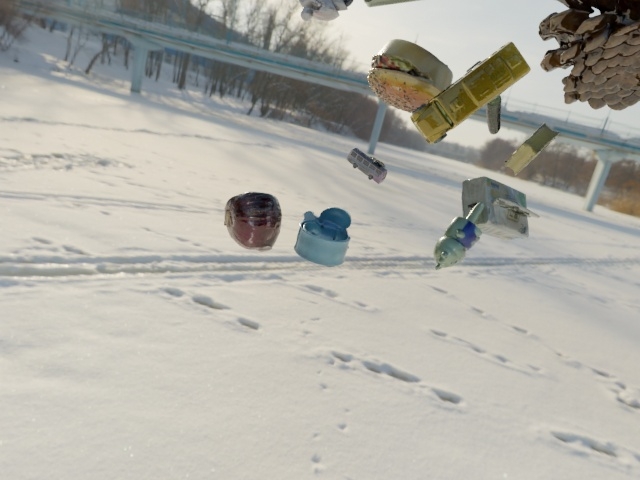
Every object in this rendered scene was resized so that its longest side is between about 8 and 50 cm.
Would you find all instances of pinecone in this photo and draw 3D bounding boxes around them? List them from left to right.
[{"bbox_3d":[0.616,-0.471,0.945,0.384,0.384,0.384,14,13,-3],"label":"pinecone"}]

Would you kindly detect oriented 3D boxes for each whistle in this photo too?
[{"bbox_3d":[0.400,-0.009,1.379,0.092,0.244,0.110,35,-15,22],"label":"whistle"}]

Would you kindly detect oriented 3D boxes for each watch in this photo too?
[{"bbox_3d":[0.000,0.000,1.550,0.211,0.211,0.193,17,21,12],"label":"watch"}]

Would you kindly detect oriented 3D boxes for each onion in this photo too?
[{"bbox_3d":[-0.247,-0.069,1.843,0.216,0.206,0.207,-1,-13,-25],"label":"onion"}]

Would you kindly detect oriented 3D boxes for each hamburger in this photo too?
[{"bbox_3d":[0.293,-0.533,1.616,0.300,0.176,0.300,27,4,-2],"label":"hamburger"}]

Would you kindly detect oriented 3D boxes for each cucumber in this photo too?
[{"bbox_3d":[0.640,-0.457,1.784,0.052,0.058,0.215,-13,-28,13],"label":"cucumber"}]

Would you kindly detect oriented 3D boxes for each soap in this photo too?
[{"bbox_3d":[0.825,-0.358,1.900,0.076,0.135,0.233,47,-7,10],"label":"soap"}]

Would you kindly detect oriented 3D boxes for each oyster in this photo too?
[{"bbox_3d":[0.203,-0.269,1.792,0.083,0.038,0.081,25,-21,27],"label":"oyster"}]

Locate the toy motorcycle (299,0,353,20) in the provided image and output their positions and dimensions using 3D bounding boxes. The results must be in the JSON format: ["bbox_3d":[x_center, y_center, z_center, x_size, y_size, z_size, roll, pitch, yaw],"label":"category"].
[{"bbox_3d":[-0.018,-0.834,1.650,0.260,0.171,0.110,33,11,13],"label":"toy motorcycle"}]

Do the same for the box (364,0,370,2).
[{"bbox_3d":[0.121,-0.713,1.269,0.027,0.126,0.125,-1,-40,27],"label":"box"}]

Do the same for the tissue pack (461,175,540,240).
[{"bbox_3d":[0.567,-0.101,1.502,0.229,0.159,0.145,13,-17,-37],"label":"tissue pack"}]

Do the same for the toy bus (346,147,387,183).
[{"bbox_3d":[0.140,-0.225,1.446,0.130,0.052,0.037,39,38,15],"label":"toy bus"}]

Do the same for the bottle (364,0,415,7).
[{"bbox_3d":[0.200,-0.742,1.404,0.245,0.104,0.104,-1,10,11],"label":"bottle"}]

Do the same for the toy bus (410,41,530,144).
[{"bbox_3d":[0.427,-0.419,1.388,0.121,0.335,0.123,53,5,-6],"label":"toy bus"}]
